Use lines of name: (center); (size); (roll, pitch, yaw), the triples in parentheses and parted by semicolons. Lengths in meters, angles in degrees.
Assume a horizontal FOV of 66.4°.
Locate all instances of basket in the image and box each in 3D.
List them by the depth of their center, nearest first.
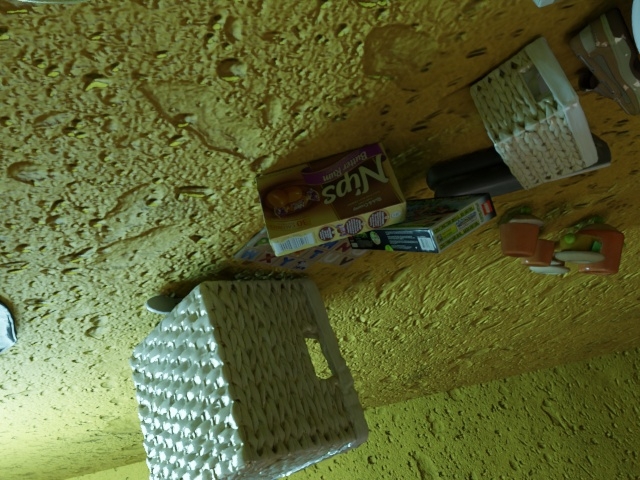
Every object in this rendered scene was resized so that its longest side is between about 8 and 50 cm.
basket: (0.278, -0.154, 0.638); (0.103, 0.113, 0.167); (-27, 149, 25)
basket: (-0.146, 0.277, 0.909); (0.266, 0.328, 0.331); (7, 144, -46)

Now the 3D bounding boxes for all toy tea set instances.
toy tea set: (0.505, -0.008, 1.025); (0.200, 0.124, 0.336); (-1, 168, 40)

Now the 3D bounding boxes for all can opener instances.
can opener: (0.311, -0.102, 0.774); (0.283, 0.076, 0.095); (-15, 149, 1)

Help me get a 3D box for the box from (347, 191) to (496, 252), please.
box: (0.136, -0.024, 0.713); (0.114, 0.036, 0.207); (-29, -166, -25)

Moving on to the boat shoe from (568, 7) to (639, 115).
boat shoe: (0.373, -0.217, 0.635); (0.072, 0.068, 0.190); (-23, 142, 36)

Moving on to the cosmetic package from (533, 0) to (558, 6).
cosmetic package: (0.268, -0.284, 0.484); (0.115, 0.041, 0.060); (-18, 149, 3)

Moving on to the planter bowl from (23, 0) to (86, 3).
planter bowl: (-0.177, -0.257, 0.269); (0.217, 0.090, 0.217); (-11, 150, -7)

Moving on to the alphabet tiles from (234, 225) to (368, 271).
alphabet tiles: (0.000, 0.000, 0.863); (0.237, 0.009, 0.198); (15, 138, -41)

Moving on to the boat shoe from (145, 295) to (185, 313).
boat shoe: (-0.281, 0.126, 0.915); (0.100, 0.035, 0.035); (5, 142, -43)

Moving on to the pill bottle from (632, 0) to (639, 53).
pill bottle: (0.494, -0.213, 0.521); (0.363, 0.210, 0.210); (3, 146, -45)

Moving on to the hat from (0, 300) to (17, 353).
hat: (-0.647, 0.192, 0.754); (0.331, 0.134, 0.331); (-11, 150, -7)

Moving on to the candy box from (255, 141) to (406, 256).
candy box: (0.013, -0.057, 0.674); (0.186, 0.109, 0.053); (-16, 150, 1)
